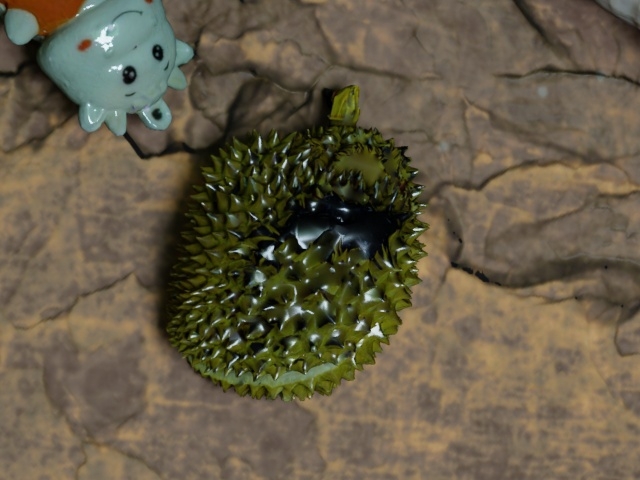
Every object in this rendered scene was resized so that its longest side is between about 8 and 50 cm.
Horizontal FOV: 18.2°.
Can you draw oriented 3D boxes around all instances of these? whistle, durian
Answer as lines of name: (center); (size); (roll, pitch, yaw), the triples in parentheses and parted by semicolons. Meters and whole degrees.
whistle: (-0.176, -0.181, 1.366); (0.253, 0.106, 0.102); (56, 33, -9)
durian: (0.000, 0.000, 1.397); (0.193, 0.138, 0.237); (16, 83, -17)

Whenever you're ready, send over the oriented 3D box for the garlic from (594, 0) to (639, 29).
garlic: (0.335, -0.254, 1.463); (0.322, 0.241, 0.322); (0, 87, -4)
